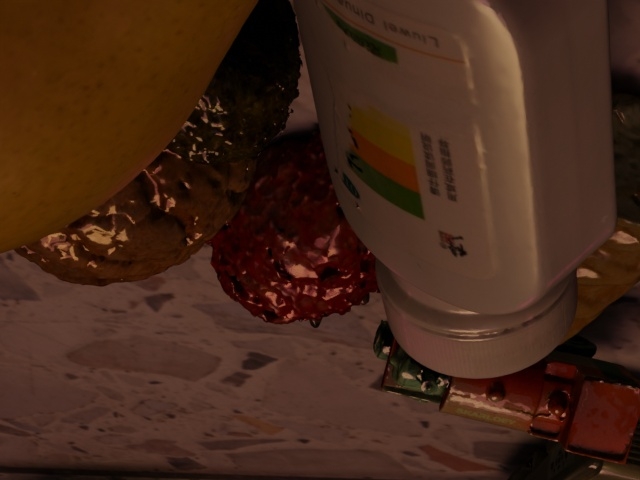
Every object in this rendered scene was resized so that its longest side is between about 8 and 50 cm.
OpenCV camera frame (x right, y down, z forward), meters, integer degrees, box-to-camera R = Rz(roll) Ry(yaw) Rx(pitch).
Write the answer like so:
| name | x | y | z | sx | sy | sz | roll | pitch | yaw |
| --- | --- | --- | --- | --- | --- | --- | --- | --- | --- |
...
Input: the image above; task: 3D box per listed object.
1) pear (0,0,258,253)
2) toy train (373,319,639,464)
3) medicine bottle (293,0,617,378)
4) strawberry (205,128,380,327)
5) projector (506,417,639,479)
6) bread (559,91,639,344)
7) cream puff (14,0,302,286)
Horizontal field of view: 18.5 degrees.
| name | x | y | z | sx | sy | sz | roll | pitch | yaw |
| --- | --- | --- | --- | --- | --- | --- | --- | --- | --- |
| pear | -0.153 | -0.138 | 0.814 | 0.336 | 0.285 | 0.285 | -19 | 150 | 1 |
| toy train | 0.123 | 0.091 | 1.308 | 0.176 | 0.074 | 0.118 | 14 | -171 | -6 |
| medicine bottle | 0.065 | -0.061 | 0.952 | 0.161 | 0.111 | 0.296 | 37 | 156 | 32 |
| strawberry | -0.001 | 0.002 | 1.215 | 0.192 | 0.085 | 0.140 | -13 | 143 | 35 |
| projector | 0.250 | 0.198 | 1.501 | 0.194 | 0.088 | 0.269 | 13 | 154 | -8 |
| bread | 0.134 | 0.003 | 1.162 | 0.098 | 0.087 | 0.269 | 14 | 154 | -13 |
| cream puff | -0.089 | -0.089 | 0.986 | 0.183 | 0.183 | 0.169 | 25 | 139 | -27 |
